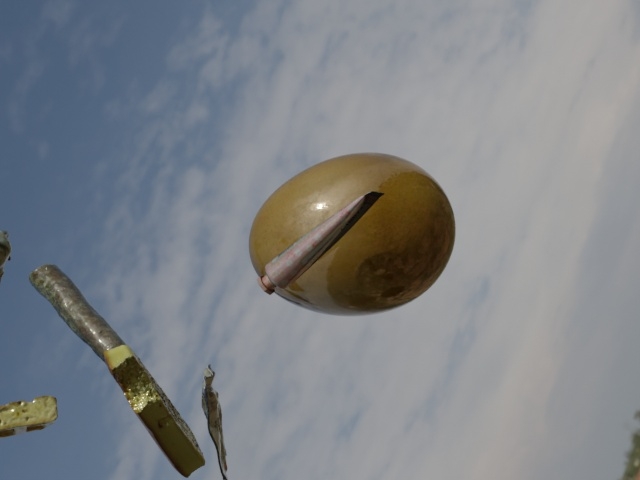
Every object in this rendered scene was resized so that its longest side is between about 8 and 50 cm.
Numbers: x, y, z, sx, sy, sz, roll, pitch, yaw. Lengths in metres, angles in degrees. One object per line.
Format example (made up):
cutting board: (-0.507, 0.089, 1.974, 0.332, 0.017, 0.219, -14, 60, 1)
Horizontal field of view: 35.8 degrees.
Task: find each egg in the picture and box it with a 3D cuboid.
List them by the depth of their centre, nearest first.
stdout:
egg: (0.047, -0.007, 1.528, 0.250, 0.323, 0.250, -9, -90, -81)

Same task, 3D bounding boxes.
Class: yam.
yam: (-0.402, 0.126, 1.657, 0.061, 0.274, 0.061, -27, -43, -28)

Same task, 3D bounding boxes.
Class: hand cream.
hand cream: (0.000, 0.000, 1.355, 0.210, 0.043, 0.067, -40, -14, 16)

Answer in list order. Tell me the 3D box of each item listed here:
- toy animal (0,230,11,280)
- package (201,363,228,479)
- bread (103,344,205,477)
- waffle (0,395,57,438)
toy animal: (-0.647, 0.062, 1.787, 0.170, 0.090, 0.255, -56, -4, 12)
package: (-0.228, 0.384, 2.113, 0.166, 0.040, 0.231, -112, 14, -77)
bread: (-0.250, 0.257, 1.501, 0.049, 0.088, 0.226, -31, -56, -6)
waffle: (-0.662, 0.369, 1.987, 0.168, 0.274, 0.057, 138, 120, -66)
